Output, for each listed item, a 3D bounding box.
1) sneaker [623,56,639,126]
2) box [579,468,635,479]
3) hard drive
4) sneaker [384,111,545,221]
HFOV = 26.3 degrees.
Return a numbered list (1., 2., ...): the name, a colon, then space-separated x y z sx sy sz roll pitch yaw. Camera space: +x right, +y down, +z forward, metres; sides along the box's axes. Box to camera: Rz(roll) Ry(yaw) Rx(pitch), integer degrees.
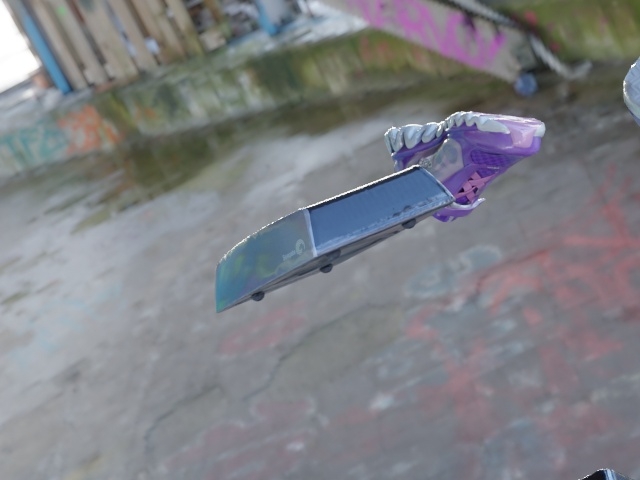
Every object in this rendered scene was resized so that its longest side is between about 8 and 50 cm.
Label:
1. sneaker: 0.341 -0.042 0.743 0.316 0.182 0.127 -4 40 30
2. box: 0.392 0.482 1.574 0.212 0.395 0.293 -34 44 33
3. hard drive: 0.000 0.000 1.293 0.172 0.054 0.255 -22 -4 -26
4. sneaker: 0.146 -0.072 1.407 0.095 0.104 0.236 7 -7 -26
